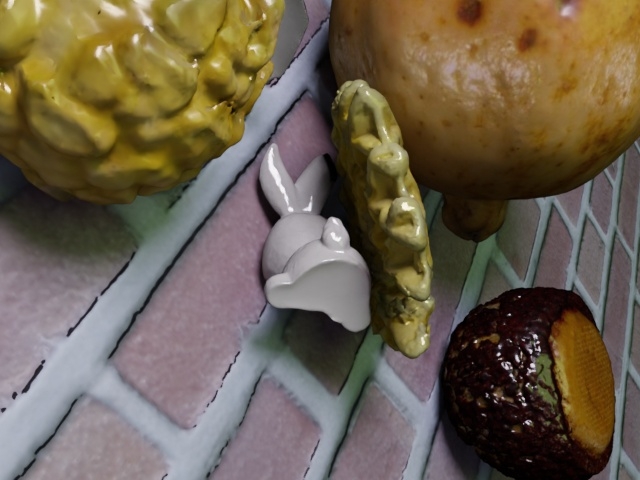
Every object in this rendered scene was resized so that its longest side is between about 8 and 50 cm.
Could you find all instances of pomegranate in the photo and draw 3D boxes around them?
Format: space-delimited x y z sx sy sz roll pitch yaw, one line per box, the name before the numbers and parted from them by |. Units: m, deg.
pomegranate | 0.187 -0.191 0.718 0.410 0.410 0.409 19 63 -44

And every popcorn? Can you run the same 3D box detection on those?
popcorn | -0.139 -0.154 0.459 0.250 0.190 0.250 9 71 -28

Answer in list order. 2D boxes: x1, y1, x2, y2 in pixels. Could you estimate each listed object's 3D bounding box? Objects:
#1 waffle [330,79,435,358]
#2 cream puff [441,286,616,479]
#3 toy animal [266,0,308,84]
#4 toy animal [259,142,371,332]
waffle | 0.056 -0.022 0.616 0.261 0.056 0.249 116 -38 -88
cream puff | 0.247 0.172 0.791 0.239 0.165 0.238 19 64 -44
toy animal | -0.071 -0.258 0.617 0.179 0.138 0.166 -72 149 -44
toy animal | 0.000 0.000 0.619 0.131 0.127 0.181 15 20 -23
